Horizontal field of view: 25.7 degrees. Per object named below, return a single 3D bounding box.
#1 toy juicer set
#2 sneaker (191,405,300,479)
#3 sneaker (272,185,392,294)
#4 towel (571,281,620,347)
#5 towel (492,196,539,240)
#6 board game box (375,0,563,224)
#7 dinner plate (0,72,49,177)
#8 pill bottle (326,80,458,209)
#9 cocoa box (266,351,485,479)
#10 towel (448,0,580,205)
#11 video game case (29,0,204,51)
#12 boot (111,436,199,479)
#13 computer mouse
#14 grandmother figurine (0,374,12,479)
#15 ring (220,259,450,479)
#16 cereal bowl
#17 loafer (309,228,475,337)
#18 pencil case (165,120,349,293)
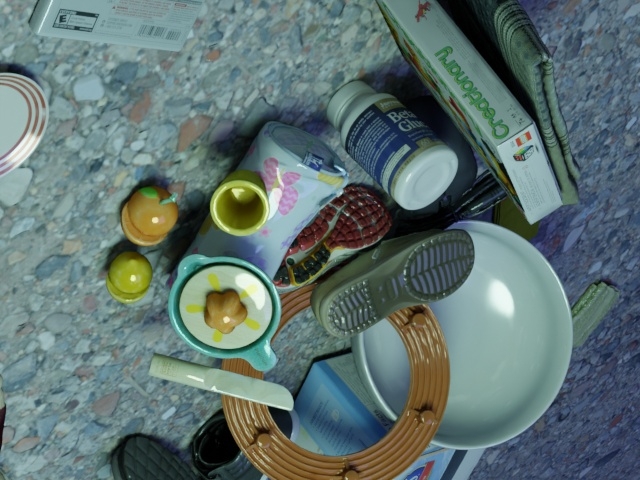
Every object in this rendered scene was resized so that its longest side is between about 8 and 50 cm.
[{"bbox_3d":[-0.150,0.080,1.666,0.209,0.089,0.329,-4,114,3],"label":"toy juicer set"},{"bbox_3d":[-0.159,0.367,2.123,0.147,0.104,0.296,12,113,-51],"label":"sneaker"},{"bbox_3d":[0.000,0.000,1.894,0.225,0.088,0.093,-29,173,-29],"label":"sneaker"},{"bbox_3d":[0.508,0.142,2.664,0.148,0.027,0.110,-52,147,14],"label":"towel"},{"bbox_3d":[0.317,-0.060,2.216,0.102,0.021,0.237,-30,146,-19],"label":"towel"},{"bbox_3d":[0.166,-0.179,1.633,0.053,0.305,0.193,-34,148,1],"label":"board game box"},{"bbox_3d":[-0.341,-0.114,1.419,0.141,0.017,0.141,-30,146,-22],"label":"dinner plate"},{"bbox_3d":[0.084,-0.123,1.737,0.094,0.169,0.094,-30,146,-22],"label":"pill bottle"},{"bbox_3d":[0.072,0.366,2.246,0.228,0.231,0.347,-11,137,-42],"label":"cocoa box"},{"bbox_3d":[0.217,-0.232,1.633,0.056,0.312,0.324,-27,149,2],"label":"towel"},{"bbox_3d":[-0.181,-0.274,1.404,0.190,0.022,0.173,-1,129,-47],"label":"video game case"},{"bbox_3d":[-0.255,0.440,2.060,0.222,0.118,0.338,-21,120,28],"label":"boot"},{"bbox_3d":[0.163,-0.089,1.881,0.188,0.072,0.272,-29,143,2],"label":"computer mouse"},{"bbox_3d":[-0.442,0.250,1.658,0.208,0.104,0.342,-38,148,-18],"label":"grandmother figurine"},{"bbox_3d":[0.027,0.194,1.959,0.336,0.337,0.032,-35,-170,-13],"label":"ring"},{"bbox_3d":[0.198,0.136,2.095,0.339,0.339,0.141,-36,-170,-11],"label":"cereal bowl"},{"bbox_3d":[0.094,0.045,1.914,0.268,0.092,0.102,-21,116,-29],"label":"loafer"},{"bbox_3d":[-0.079,-0.014,1.735,0.124,0.113,0.273,25,112,-25],"label":"pencil case"}]
